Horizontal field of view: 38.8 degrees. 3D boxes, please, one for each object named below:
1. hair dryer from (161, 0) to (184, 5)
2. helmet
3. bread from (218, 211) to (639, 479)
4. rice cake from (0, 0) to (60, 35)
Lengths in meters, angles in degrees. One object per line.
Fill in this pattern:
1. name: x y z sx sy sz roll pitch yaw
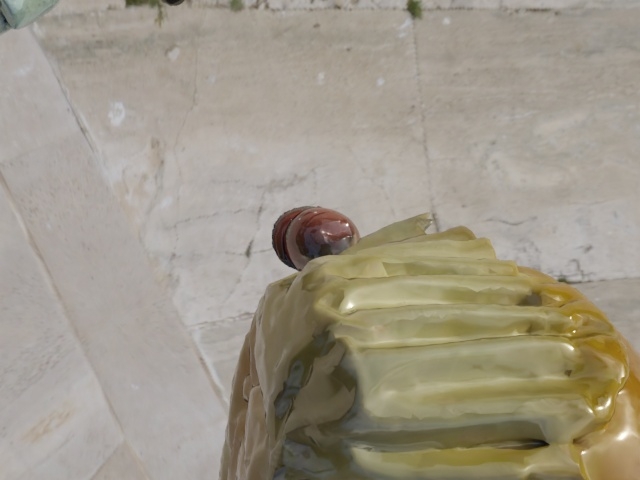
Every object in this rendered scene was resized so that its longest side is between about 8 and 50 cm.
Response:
1. hair dryer: -0.168 -0.383 1.105 0.090 0.135 0.279 7 44 -8
2. helmet: -0.001 0.000 0.810 0.084 0.049 0.065 14 83 -7
3. bread: 0.036 0.194 0.441 0.183 0.236 0.389 5 116 -13
4. rice cake: -0.140 -0.144 0.286 0.033 0.029 0.171 -53 126 -37
